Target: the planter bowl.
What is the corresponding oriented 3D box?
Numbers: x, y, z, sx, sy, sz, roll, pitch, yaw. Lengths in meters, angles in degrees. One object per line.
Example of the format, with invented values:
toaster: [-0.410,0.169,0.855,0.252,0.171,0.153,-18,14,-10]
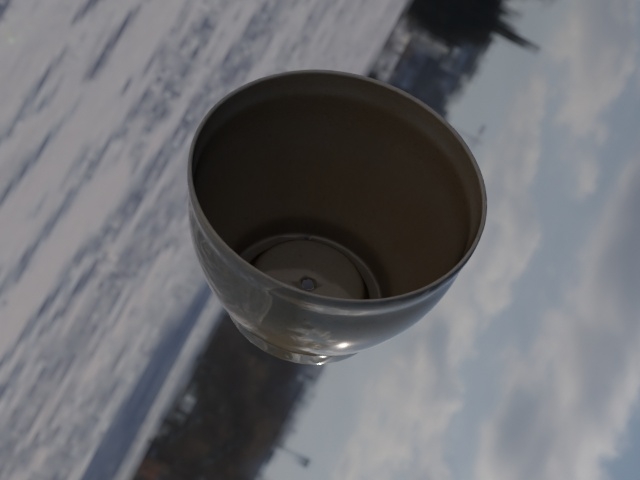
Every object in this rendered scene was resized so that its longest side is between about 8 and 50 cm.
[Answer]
planter bowl: [0.000,0.000,0.894,0.109,0.162,0.162,107,7,-50]
